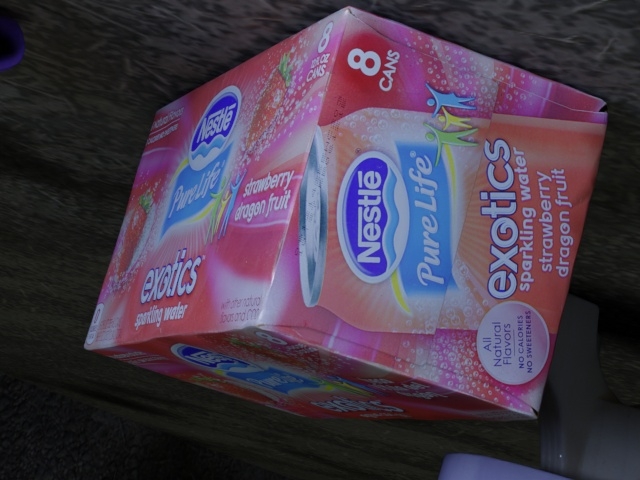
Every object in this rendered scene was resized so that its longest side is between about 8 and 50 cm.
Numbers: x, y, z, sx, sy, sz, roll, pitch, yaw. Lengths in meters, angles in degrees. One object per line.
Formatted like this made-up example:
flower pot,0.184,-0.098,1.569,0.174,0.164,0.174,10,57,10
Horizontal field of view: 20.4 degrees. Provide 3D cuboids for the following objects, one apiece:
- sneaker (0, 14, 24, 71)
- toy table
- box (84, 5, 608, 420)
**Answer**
sneaker,-0.213,-0.119,0.868,0.071,0.068,0.170,-12,164,33
toy table,0.216,0.140,1.257,0.252,0.160,0.274,4,163,46
box,0.000,0.000,0.897,0.142,0.154,0.300,20,169,-19
